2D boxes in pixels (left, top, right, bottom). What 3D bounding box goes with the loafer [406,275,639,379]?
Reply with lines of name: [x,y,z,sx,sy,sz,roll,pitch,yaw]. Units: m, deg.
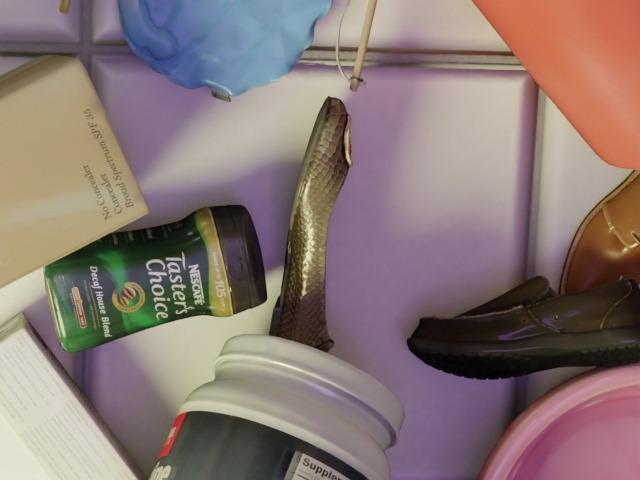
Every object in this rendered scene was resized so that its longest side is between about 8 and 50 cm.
loafer: [0.185,0.073,1.695,0.220,0.080,0.078,-4,69,11]

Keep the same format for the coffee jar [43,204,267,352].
coffee jar: [-0.140,0.030,1.641,0.184,0.079,0.096,-13,103,-7]

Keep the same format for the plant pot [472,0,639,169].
plant pot: [0.263,-0.209,1.580,0.275,0.275,0.243,-32,115,-2]

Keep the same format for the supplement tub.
supplement tub: [-0.055,0.235,1.598,0.191,0.191,0.272,29,68,-14]

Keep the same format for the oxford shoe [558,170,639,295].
oxford shoe: [0.281,-0.009,1.705,0.076,0.076,0.212,30,98,-16]

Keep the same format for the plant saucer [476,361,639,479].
plant saucer: [0.285,0.262,1.757,0.332,0.084,0.332,-2,102,-10]

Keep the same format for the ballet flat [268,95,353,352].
ballet flat: [0.000,0.000,1.654,0.058,0.084,0.250,12,105,3]

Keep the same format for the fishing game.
fishing game: [-0.080,-0.213,1.622,0.264,0.041,0.189,11,98,-2]

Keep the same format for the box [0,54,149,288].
box: [-0.313,-0.020,1.546,0.311,0.121,0.148,-30,106,-17]

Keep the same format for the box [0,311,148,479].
box: [-0.189,0.210,1.679,0.067,0.063,0.324,-36,105,-2]
